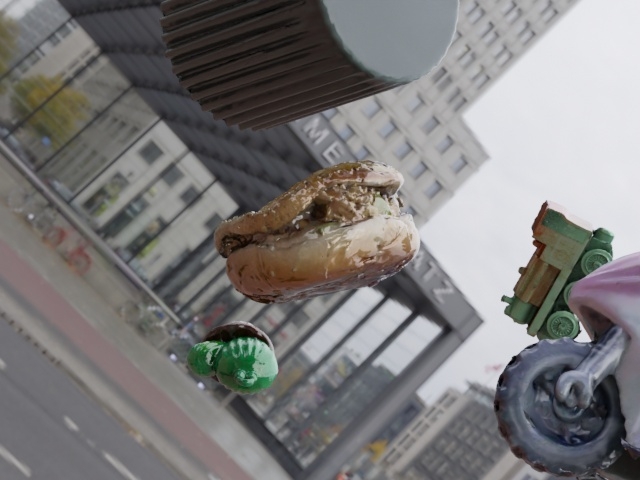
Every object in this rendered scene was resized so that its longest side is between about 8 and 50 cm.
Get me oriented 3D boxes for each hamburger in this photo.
[{"bbox_3d":[0.000,0.000,1.110,0.286,0.243,0.146,-1,73,-76],"label":"hamburger"}]

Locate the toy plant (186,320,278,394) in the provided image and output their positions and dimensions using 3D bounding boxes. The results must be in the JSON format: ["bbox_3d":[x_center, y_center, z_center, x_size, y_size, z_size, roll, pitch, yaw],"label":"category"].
[{"bbox_3d":[-0.136,0.184,1.417,0.143,0.105,0.200,10,8,-3],"label":"toy plant"}]

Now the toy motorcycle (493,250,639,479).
[{"bbox_3d":[0.235,0.061,0.498,0.239,0.204,0.108,24,-26,-3],"label":"toy motorcycle"}]

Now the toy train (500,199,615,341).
[{"bbox_3d":[0.303,0.047,1.164,0.118,0.176,0.074,28,21,9],"label":"toy train"}]

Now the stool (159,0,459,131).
[{"bbox_3d":[-0.012,-0.313,1.235,0.330,0.297,0.297,0,-43,52],"label":"stool"}]
